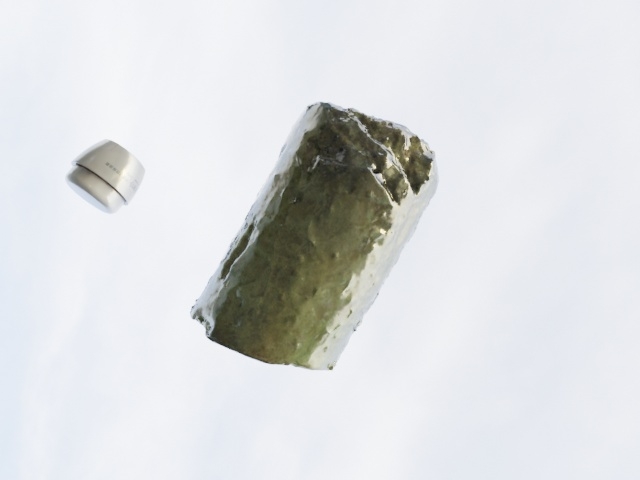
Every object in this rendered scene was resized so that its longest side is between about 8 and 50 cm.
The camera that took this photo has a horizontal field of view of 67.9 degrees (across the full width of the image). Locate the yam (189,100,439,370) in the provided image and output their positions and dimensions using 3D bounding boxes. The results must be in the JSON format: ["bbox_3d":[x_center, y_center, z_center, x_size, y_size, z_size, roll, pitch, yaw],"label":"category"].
[{"bbox_3d":[0.000,0.000,0.560,0.195,0.195,0.300,29,-93,15],"label":"yam"}]

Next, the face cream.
[{"bbox_3d":[-0.384,-0.114,0.853,0.117,0.117,0.104,26,-112,15],"label":"face cream"}]
